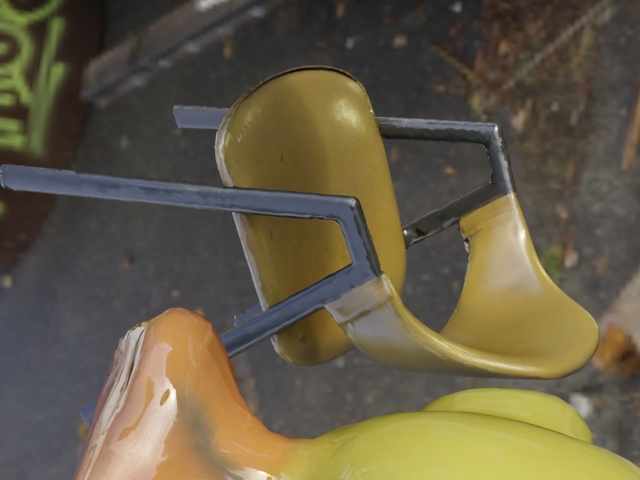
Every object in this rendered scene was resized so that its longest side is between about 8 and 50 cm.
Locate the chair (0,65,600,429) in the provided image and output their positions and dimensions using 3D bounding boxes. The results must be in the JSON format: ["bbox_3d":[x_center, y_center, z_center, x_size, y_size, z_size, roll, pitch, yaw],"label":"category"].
[{"bbox_3d":[0.000,0.000,0.842,0.246,0.158,0.172,-13,99,33],"label":"chair"}]

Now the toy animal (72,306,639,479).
[{"bbox_3d":[0.068,0.153,0.518,0.191,0.338,0.216,131,159,-69],"label":"toy animal"}]
